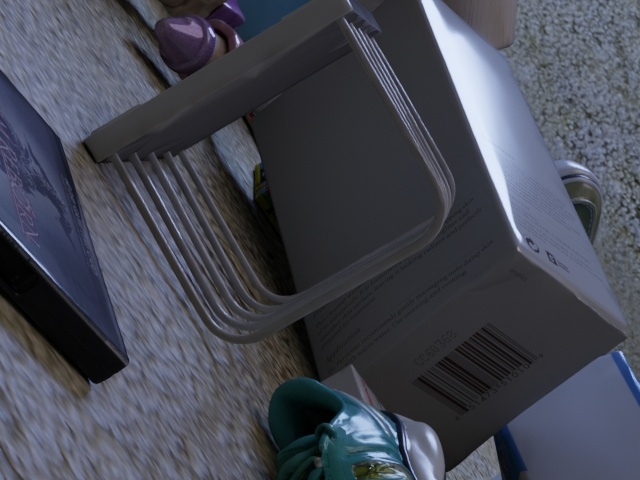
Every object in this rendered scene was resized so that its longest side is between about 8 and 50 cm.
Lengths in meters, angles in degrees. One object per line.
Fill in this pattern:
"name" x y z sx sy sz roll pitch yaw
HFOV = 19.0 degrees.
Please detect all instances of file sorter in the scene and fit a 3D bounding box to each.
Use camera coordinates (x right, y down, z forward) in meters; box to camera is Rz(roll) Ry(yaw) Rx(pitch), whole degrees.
"file sorter" -0.016 -0.048 1.350 0.173 0.192 0.277 60 7 0

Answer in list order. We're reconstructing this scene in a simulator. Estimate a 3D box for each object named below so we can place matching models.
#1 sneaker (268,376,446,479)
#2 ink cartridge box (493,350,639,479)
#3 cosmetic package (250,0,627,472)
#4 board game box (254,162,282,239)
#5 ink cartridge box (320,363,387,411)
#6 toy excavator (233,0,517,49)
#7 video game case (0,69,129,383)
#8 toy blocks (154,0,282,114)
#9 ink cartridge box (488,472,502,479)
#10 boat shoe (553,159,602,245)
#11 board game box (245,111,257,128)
"sneaker" 0.020 0.166 1.140 0.110 0.107 0.275 35 9 -19
"ink cartridge box" 0.246 0.286 1.605 0.223 0.129 0.307 -112 -173 -56
"cosmetic package" 0.089 -0.021 1.639 0.156 0.217 0.385 35 27 -34
"board game box" 0.000 0.000 1.864 0.170 0.048 0.141 56 8 -15
"ink cartridge box" 0.039 0.163 1.374 0.122 0.052 0.088 52 9 -32
"toy excavator" 0.022 -0.271 2.013 0.445 0.432 0.222 -41 135 -67
"video game case" -0.189 -0.075 0.903 0.274 0.026 0.196 51 9 -41
"toy blocks" -0.086 -0.323 1.728 0.260 0.288 0.309 29 26 -57
"ink cartridge box" 0.237 0.299 1.956 0.150 0.109 0.063 55 6 -24
"boat shoe" 0.171 0.072 1.713 0.109 0.302 0.094 23 13 -31
"board game box" -0.019 -0.063 2.075 0.124 0.039 0.259 49 13 -56
